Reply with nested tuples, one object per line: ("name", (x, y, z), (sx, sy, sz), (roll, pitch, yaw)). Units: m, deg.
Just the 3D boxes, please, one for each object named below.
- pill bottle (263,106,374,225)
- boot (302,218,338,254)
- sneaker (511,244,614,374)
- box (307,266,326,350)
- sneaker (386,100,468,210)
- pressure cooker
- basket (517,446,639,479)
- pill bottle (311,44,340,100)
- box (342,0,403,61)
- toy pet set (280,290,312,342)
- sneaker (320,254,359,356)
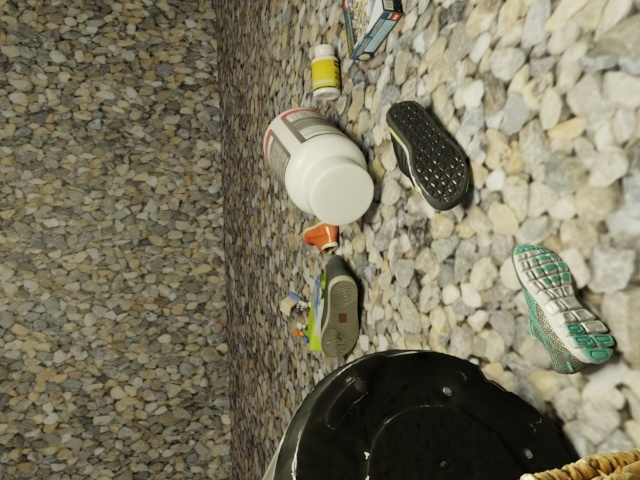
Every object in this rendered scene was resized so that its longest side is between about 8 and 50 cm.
("pill bottle", (-0.005, -0.160, 1.198), (0.318, 0.176, 0.176), (-123, 37, -56))
("boot", (0.000, 0.000, 1.372), (0.158, 0.059, 0.085), (142, 119, -65))
("sneaker", (0.260, 0.080, 0.645), (0.076, 0.065, 0.167), (106, 156, -48))
("box", (0.002, 0.168, 1.366), (0.109, 0.042, 0.178), (-99, 17, -57))
("sneaker", (0.170, -0.126, 0.894), (0.097, 0.084, 0.235), (75, 180, -53))
("pressure cooker", (0.087, 0.389, 0.707), (0.370, 0.375, 0.420), (-56, -9, -43))
("basket", (0.271, 0.235, 0.271), (0.223, 0.299, 0.214), (-167, 76, -67))
("pill bottle", (0.012, -0.390, 1.300), (0.065, 0.065, 0.116), (159, 108, -69))
("box", (0.092, -0.499, 1.099), (0.159, 0.044, 0.233), (143, 124, -66))
("toy pet set", (-0.052, 0.200, 1.557), (0.114, 0.065, 0.122), (34, 134, 24))
("sneaker", (0.043, 0.148, 1.254), (0.118, 0.083, 0.222), (-97, 12, -61))
